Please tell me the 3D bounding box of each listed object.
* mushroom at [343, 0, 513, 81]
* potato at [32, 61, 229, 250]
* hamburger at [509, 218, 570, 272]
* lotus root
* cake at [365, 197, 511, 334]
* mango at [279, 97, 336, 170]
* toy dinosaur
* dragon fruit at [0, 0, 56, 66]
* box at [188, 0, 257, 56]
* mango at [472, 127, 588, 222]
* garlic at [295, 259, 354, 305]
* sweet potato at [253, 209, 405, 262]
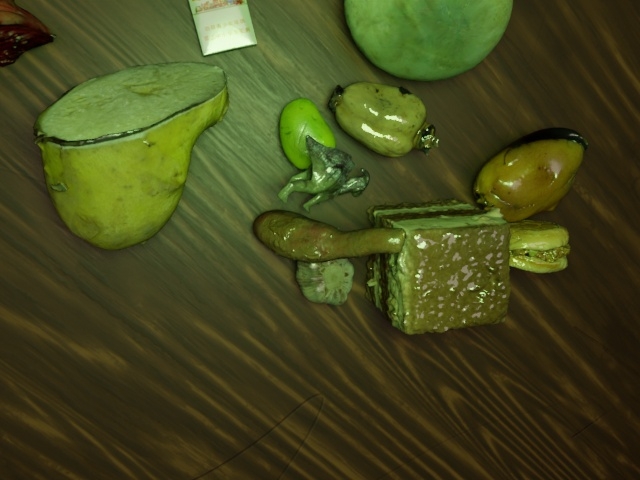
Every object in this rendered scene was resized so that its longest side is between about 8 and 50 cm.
[{"bbox_3d":[0.215,-0.492,1.076,0.352,0.260,0.352,0,142,0],"label":"mushroom"},{"bbox_3d":[-0.365,-0.166,1.084,0.397,0.290,0.296,-43,144,-38],"label":"potato"},{"bbox_3d":[0.494,0.010,1.279,0.213,0.214,0.108,-4,103,-11],"label":"hamburger"},{"bbox_3d":[0.143,-0.276,1.187,0.256,0.140,0.154,25,108,-6],"label":"lotus root"},{"bbox_3d":[0.254,0.048,1.201,0.282,0.290,0.256,-5,101,-8],"label":"cake"},{"bbox_3d":[-0.035,-0.232,1.188,0.117,0.089,0.163,-32,94,4],"label":"mango"},{"bbox_3d":[0.006,-0.134,1.153,0.162,0.294,0.077,-38,73,14],"label":"toy dinosaur"},{"bbox_3d":[-0.667,-0.416,0.893,0.286,0.329,0.228,-25,99,-5],"label":"dragon fruit"},{"bbox_3d":[-0.220,-0.515,1.114,0.122,0.032,0.220,-15,105,-8],"label":"box"},{"bbox_3d":[0.507,-0.153,1.280,0.287,0.152,0.201,-21,95,-8],"label":"mango"},{"bbox_3d":[0.007,0.078,1.248,0.159,0.102,0.147,44,76,-28],"label":"garlic"},{"bbox_3d":[0.000,0.000,1.128,0.109,0.385,0.109,-23,118,-53],"label":"sweet potato"}]
